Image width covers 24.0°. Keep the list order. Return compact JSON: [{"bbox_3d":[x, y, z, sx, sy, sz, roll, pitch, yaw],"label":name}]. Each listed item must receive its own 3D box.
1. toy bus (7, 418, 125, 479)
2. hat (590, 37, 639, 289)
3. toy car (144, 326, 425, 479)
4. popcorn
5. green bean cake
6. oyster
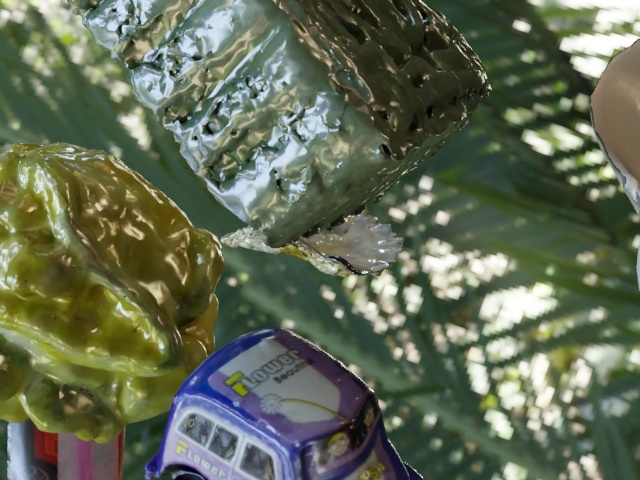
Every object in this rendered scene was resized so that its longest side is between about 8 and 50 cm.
[{"bbox_3d":[-0.321,0.211,1.901,0.127,0.147,0.302,155,117,-78],"label":"toy bus"},{"bbox_3d":[0.279,-0.014,1.045,0.161,0.275,0.232,-20,35,47],"label":"hat"},{"bbox_3d":[-0.020,0.184,1.268,0.172,0.235,0.158,-33,-35,-41],"label":"toy car"},{"bbox_3d":[-0.253,0.052,1.467,0.312,0.312,0.312,21,-90,-81],"label":"popcorn"},{"bbox_3d":[-0.027,-0.135,0.942,0.132,0.255,0.241,-40,-7,26],"label":"green bean cake"},{"bbox_3d":[0.000,0.000,1.293,0.121,0.146,0.045,-142,55,-64],"label":"oyster"}]
